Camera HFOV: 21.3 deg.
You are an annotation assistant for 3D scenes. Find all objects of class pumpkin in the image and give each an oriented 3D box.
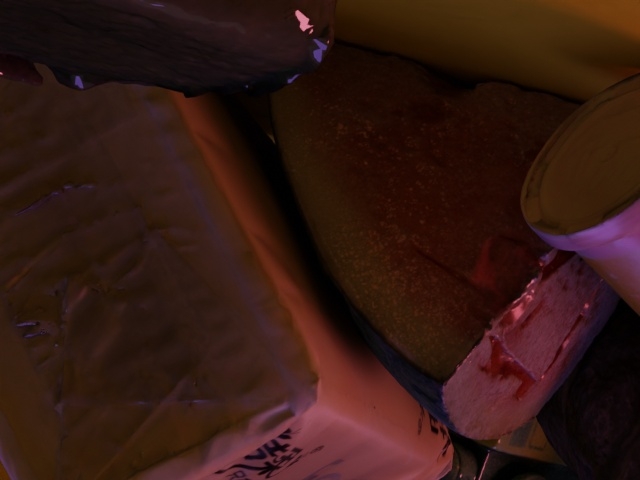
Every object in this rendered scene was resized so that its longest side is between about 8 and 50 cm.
[{"bbox_3d":[0.269,0.085,1.158,0.232,0.242,0.325,47,-172,23],"label":"pumpkin"}]

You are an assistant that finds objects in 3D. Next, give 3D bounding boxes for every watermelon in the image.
[{"bbox_3d":[0.095,-0.030,1.010,0.262,0.201,0.213,61,-168,25],"label":"watermelon"}]

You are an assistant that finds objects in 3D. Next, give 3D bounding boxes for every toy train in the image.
[{"bbox_3d":[0.251,0.216,1.831,0.150,0.237,0.369,22,-177,43],"label":"toy train"}]

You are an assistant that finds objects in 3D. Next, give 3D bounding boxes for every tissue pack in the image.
[{"bbox_3d":[-0.094,0.033,1.110,0.332,0.205,0.405,61,-173,18],"label":"tissue pack"}]

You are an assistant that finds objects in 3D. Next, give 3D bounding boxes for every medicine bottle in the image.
[{"bbox_3d":[0.279,0.086,0.924,0.426,0.108,0.108,43,161,-26],"label":"medicine bottle"}]

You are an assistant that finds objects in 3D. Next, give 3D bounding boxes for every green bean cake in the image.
[{"bbox_3d":[-0.113,-0.139,0.730,0.227,0.125,0.222,22,169,-28],"label":"green bean cake"}]
